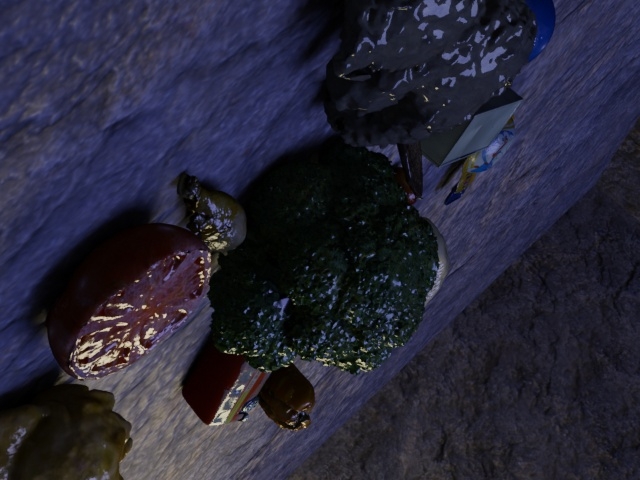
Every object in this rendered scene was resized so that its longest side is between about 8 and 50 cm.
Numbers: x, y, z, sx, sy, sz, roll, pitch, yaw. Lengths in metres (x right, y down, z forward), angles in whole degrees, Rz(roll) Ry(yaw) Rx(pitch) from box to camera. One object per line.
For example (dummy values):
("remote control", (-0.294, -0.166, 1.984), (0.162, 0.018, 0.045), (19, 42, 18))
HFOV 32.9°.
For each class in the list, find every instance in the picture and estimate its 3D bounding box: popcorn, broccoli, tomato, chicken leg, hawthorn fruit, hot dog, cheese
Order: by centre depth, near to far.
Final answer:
("tomato", (-0.247, 0.065, 1.360), (0.237, 0.095, 0.237), (-39, 161, -16))
("chicken leg", (-0.153, -0.035, 1.435), (0.093, 0.070, 0.178), (-40, 157, -5))
("popcorn", (-0.355, 0.300, 1.470), (0.253, 0.190, 0.191), (-28, 149, -41))
("broccoli", (0.021, 0.039, 1.672), (0.413, 0.321, 0.310), (-59, 179, -25))
("hot dog", (-0.088, 0.274, 2.066), (0.072, 0.269, 0.115), (-6, 110, -26))
("hawthorn fruit", (0.155, -0.101, 2.077), (0.077, 0.077, 0.077), (-43, 164, -16))
("cheese", (0.355, -0.187, 2.409), (0.177, 0.069, 0.270), (-29, 156, -50))

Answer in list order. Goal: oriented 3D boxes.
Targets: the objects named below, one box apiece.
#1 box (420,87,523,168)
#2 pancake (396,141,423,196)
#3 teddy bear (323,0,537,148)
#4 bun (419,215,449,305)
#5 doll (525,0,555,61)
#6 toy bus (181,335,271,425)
("box", (0.279, -0.231, 2.068), (0.225, 0.086, 0.129), (-25, 153, -55))
("pancake", (0.141, -0.165, 1.735), (0.021, 0.199, 0.199), (-9, 171, 13))
("teddy bear", (0.131, -0.294, 1.396), (0.357, 0.224, 0.367), (-46, 150, -1))
("bun", (0.168, 0.056, 2.345), (0.259, 0.160, 0.259), (-29, 146, -23))
("doll", (0.249, -0.320, 1.699), (0.257, 0.161, 0.215), (-39, -174, 38))
("toy bus", (-0.151, 0.219, 1.962), (0.120, 0.121, 0.265), (-13, 143, -49))
